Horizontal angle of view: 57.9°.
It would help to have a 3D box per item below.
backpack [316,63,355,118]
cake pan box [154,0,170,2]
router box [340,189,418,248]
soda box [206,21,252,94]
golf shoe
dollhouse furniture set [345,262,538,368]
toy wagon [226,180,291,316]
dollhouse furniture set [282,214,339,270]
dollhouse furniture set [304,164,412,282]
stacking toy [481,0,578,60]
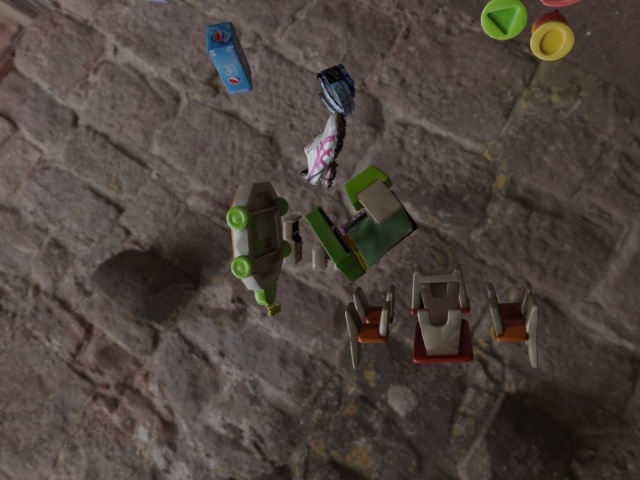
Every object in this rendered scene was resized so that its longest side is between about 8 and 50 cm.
[{"bbox_3d":[0.072,-0.539,2.133,0.173,0.117,0.158,59,170,21],"label":"backpack"},{"bbox_3d":[-0.489,-0.594,1.248,0.245,0.070,0.267,15,-173,20],"label":"cake pan box"},{"bbox_3d":[0.165,-0.036,1.618,0.133,0.179,0.046,53,177,-15],"label":"router box"},{"bbox_3d":[-0.229,-0.459,1.473,0.067,0.071,0.210,-7,163,4],"label":"soda box"},{"bbox_3d":[0.004,-0.200,1.277,0.086,0.186,0.067,21,-144,7],"label":"golf shoe"},{"bbox_3d":[0.191,0.133,0.905,0.262,0.135,0.259,-3,-167,13],"label":"dollhouse furniture set"},{"bbox_3d":[-0.153,0.025,1.477,0.068,0.344,0.267,0,-171,19],"label":"toy wagon"},{"bbox_3d":[0.000,0.000,2.009,0.242,0.161,0.212,2,-169,12],"label":"dollhouse furniture set"},{"bbox_3d":[0.128,0.005,1.287,0.151,0.197,0.301,56,-177,34],"label":"dollhouse furniture set"},{"bbox_3d":[0.628,-0.707,1.666,0.279,0.130,0.309,16,139,6],"label":"stacking toy"}]
